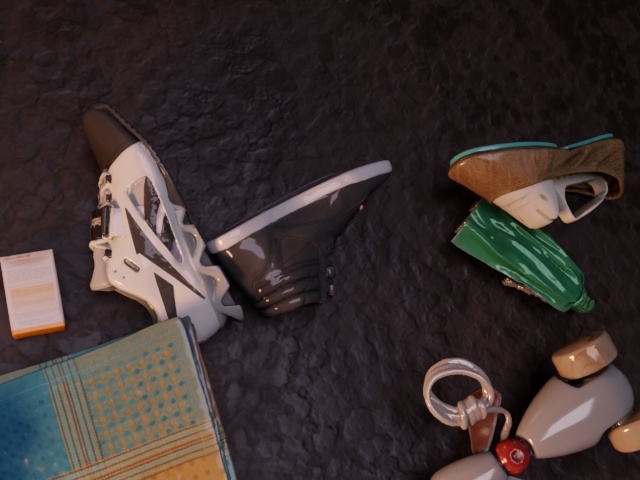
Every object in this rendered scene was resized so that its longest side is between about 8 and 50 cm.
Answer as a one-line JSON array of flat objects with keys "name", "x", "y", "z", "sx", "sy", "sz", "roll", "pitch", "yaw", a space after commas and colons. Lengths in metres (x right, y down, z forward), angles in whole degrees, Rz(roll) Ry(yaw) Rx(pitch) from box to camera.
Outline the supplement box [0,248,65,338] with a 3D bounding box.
[{"name": "supplement box", "x": -0.350, "y": 0.065, "z": 0.936, "sx": 0.062, "sy": 0.036, "sz": 0.098, "roll": -9, "pitch": 78, "yaw": -19}]

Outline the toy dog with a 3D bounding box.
[{"name": "toy dog", "x": 0.291, "y": 0.251, "z": 1.043, "sx": 0.333, "sy": 0.161, "sz": 0.220, "roll": -10, "pitch": 80, "yaw": -4}]

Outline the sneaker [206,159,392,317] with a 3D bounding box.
[{"name": "sneaker", "x": 0.000, "y": 0.000, "z": 1.038, "sx": 0.295, "sy": 0.104, "sz": 0.147, "roll": -30, "pitch": 99, "yaw": -28}]

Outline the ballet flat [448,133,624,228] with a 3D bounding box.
[{"name": "ballet flat", "x": 0.338, "y": -0.083, "z": 1.131, "sx": 0.342, "sy": 0.116, "sz": 0.124, "roll": -9, "pitch": 79, "yaw": -36}]

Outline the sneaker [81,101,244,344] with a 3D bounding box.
[{"name": "sneaker", "x": -0.235, "y": -0.011, "z": 0.947, "sx": 0.146, "sy": 0.122, "sz": 0.330, "roll": -29, "pitch": 88, "yaw": -18}]

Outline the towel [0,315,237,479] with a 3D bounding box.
[{"name": "towel", "x": -0.226, "y": 0.301, "z": 0.872, "sx": 0.271, "sy": 0.040, "sz": 0.370, "roll": -17, "pitch": 82, "yaw": -2}]

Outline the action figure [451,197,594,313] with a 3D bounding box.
[{"name": "action figure", "x": 0.310, "y": 0.032, "z": 1.134, "sx": 0.232, "sy": 0.063, "sz": 0.137, "roll": 39, "pitch": 65, "yaw": 1}]
